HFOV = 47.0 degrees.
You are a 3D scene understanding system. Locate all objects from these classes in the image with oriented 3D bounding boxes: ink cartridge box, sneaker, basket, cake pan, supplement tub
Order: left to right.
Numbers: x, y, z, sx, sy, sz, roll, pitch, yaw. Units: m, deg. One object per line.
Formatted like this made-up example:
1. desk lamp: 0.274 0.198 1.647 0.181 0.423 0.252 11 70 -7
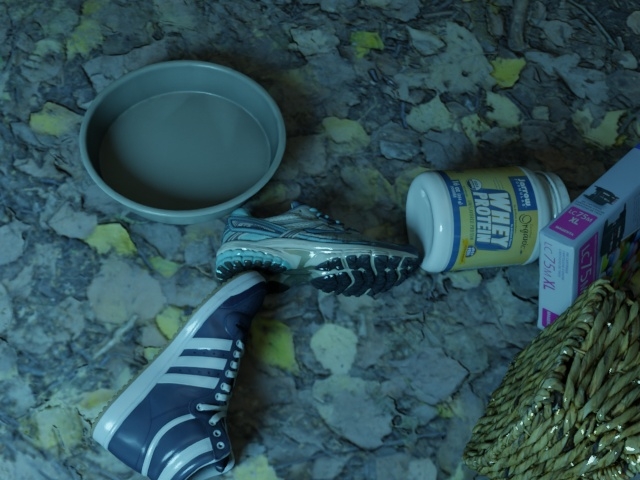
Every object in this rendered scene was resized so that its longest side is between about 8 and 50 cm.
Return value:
1. cake pan: -0.196 -0.142 1.072 0.293 0.054 0.293 3 57 -4
2. sneaker: -0.126 0.176 0.900 0.153 0.099 0.282 37 69 16
3. sneaker: 0.000 0.000 1.013 0.282 0.110 0.122 3 58 -8
4. supplement tub: 0.235 -0.032 1.045 0.199 0.144 0.144 -5 63 -11
5. basket: 0.318 0.223 0.833 0.223 0.299 0.213 33 62 9
6. ink cartridge box: 0.423 -0.017 1.045 0.311 0.186 0.065 -39 46 -26
